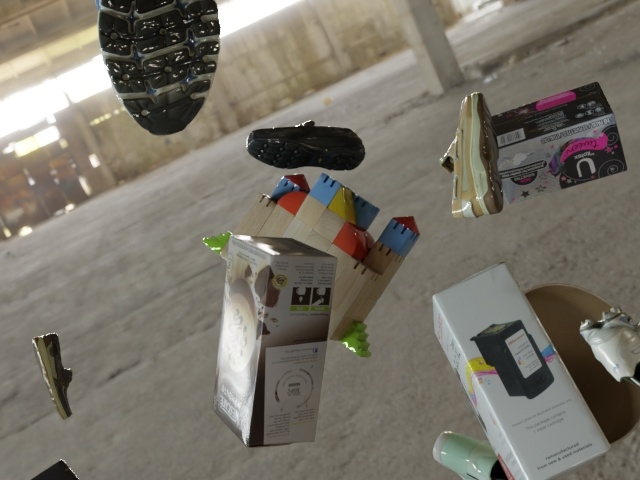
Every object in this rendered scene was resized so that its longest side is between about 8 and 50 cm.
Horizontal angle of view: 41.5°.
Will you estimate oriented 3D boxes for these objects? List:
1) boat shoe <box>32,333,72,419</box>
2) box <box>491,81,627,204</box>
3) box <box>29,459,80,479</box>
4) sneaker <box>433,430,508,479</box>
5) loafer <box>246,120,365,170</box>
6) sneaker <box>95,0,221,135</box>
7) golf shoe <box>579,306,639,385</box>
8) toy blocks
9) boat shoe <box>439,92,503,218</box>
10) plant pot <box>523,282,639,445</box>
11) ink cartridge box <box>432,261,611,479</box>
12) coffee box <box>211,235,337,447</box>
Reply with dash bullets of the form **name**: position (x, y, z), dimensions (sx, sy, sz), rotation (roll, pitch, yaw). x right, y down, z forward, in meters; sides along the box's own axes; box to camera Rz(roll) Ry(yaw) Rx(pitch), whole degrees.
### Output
- **boat shoe**: position (-0.454, 0.234, 1.463), dimensions (0.049, 0.152, 0.056), rotation (-19, 4, -25)
- **box**: position (0.479, -0.196, 1.737), dimensions (0.247, 0.142, 0.163), rotation (-18, 31, 16)
- **box**: position (-0.359, 0.549, 1.289), dimensions (0.183, 0.296, 0.294), rotation (-32, 32, -28)
- **sneaker**: position (0.341, 0.448, 1.638), dimensions (0.151, 0.256, 0.094), rotation (18, 82, 44)
- **loafer**: position (-0.027, -0.170, 1.474), dimensions (0.223, 0.078, 0.076), rotation (2, -35, -27)
- **sneaker**: position (-0.189, -0.275, 0.928), dimensions (0.130, 0.329, 0.147), rotation (-9, -4, -12)
- **golf shoe**: position (0.360, 0.134, 0.960), dimensions (0.176, 0.086, 0.069), rotation (13, -39, -42)
- **toy blocks**: position (0.000, 0.000, 1.571), dimensions (0.260, 0.381, 0.191), rotation (-58, -27, 5)
- **boat shoe**: position (0.184, -0.110, 1.070), dimensions (0.072, 0.068, 0.190), rotation (-16, 47, 25)
- **plant pot**: position (0.393, 0.240, 1.471), dimensions (0.284, 0.284, 0.191), rotation (-31, -13, -26)
- **ink cartridge box**: position (0.166, 0.124, 0.735), dimensions (0.072, 0.175, 0.127), rotation (-25, -23, -1)
- **coffee box**: position (-0.077, 0.153, 1.329), dimensions (0.119, 0.297, 0.168), rotation (3, 9, -28)
